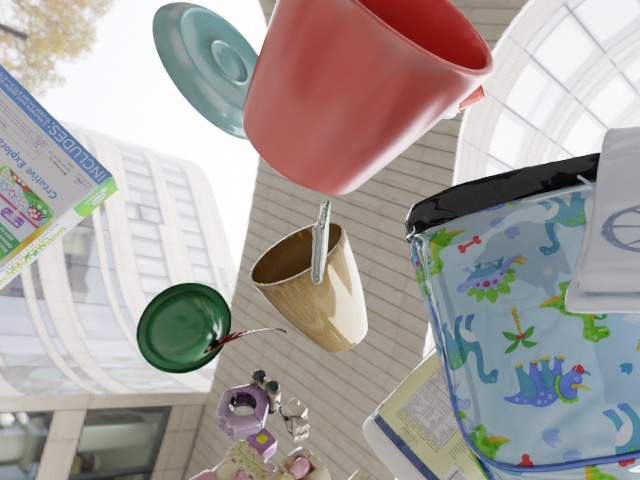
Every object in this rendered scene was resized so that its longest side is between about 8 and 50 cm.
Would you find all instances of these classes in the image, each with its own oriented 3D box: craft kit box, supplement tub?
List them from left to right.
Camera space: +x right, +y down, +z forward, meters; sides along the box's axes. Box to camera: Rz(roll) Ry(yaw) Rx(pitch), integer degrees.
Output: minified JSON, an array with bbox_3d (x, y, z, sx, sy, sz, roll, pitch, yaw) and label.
[{"bbox_3d":[-0.388,-0.065,0.589,0.246,0.250,0.061,-45,179,-18],"label":"craft kit box"},{"bbox_3d":[0.257,0.291,0.994,0.325,0.235,0.235,-45,-132,-6],"label":"supplement tub"}]

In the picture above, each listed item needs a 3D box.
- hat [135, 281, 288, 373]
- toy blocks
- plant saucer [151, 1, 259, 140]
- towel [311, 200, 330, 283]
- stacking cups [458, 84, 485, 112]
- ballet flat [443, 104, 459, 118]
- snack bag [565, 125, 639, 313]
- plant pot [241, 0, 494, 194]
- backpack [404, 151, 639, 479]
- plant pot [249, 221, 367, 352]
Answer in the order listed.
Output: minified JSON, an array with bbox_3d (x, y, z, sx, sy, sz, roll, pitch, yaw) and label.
[{"bbox_3d":[-0.211,0.173,1.012,0.208,0.173,0.183,-53,-154,-5],"label":"hat"},{"bbox_3d":[-0.100,0.435,0.882,0.289,0.260,0.309,31,-46,30],"label":"toy blocks"},{"bbox_3d":[-0.194,-0.350,1.164,0.044,0.318,0.317,-30,-119,29],"label":"plant saucer"},{"bbox_3d":[0.000,0.000,1.066,0.023,0.152,0.113,6,-68,3],"label":"towel"},{"bbox_3d":[0.227,-0.312,1.383,0.316,0.096,0.096,-19,-113,27],"label":"stacking cups"},{"bbox_3d":[0.177,-0.274,0.953,0.086,0.248,0.086,-8,-125,12],"label":"ballet flat"},{"bbox_3d":[0.356,-0.041,0.407,0.323,0.342,0.037,-4,-66,29],"label":"snack bag"},{"bbox_3d":[0.037,-0.208,0.739,0.243,0.275,0.275,-52,-131,37],"label":"plant pot"},{"bbox_3d":[0.233,0.095,0.561,0.290,0.273,0.355,-12,-110,18],"label":"backpack"},{"bbox_3d":[0.004,0.125,1.332,0.237,0.254,0.237,-25,-157,12],"label":"plant pot"}]
